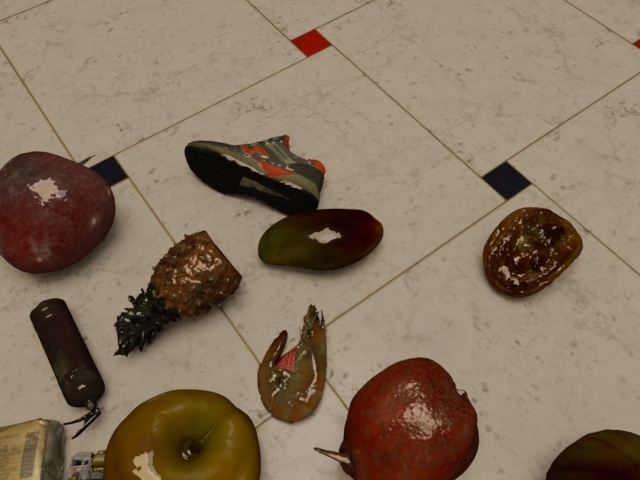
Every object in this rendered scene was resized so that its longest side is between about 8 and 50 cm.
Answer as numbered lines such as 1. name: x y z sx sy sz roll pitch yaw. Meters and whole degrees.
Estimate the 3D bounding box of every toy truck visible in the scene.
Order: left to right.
1. toy truck: -0.367 0.391 0.961 0.123 0.052 0.062 -2 54 -2

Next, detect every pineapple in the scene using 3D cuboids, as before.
1. pineapple: -0.292 0.115 1.089 0.279 0.158 0.158 -42 66 -7

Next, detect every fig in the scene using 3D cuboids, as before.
1. fig: 0.466 0.359 0.814 0.217 0.320 0.216 -1 53 1

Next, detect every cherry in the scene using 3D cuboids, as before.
1. cherry: -0.552 -0.073 1.153 0.236 0.212 0.285 20 68 19

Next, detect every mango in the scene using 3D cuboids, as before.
1. mango: 0.000 0.000 1.161 0.268 0.111 0.133 -8 70 2

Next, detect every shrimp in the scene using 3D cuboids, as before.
1. shrimp: -0.049 0.226 1.068 0.133 0.053 0.235 -3 60 22

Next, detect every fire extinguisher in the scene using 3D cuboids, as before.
1. fire extinguisher: -0.473 0.234 1.044 0.089 0.072 0.267 -26 61 -24

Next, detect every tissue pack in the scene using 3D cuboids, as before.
1. tissue pack: -0.552 0.406 0.932 0.223 0.090 0.186 -9 57 -6

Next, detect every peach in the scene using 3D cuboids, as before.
1. peach: -0.216 0.357 0.909 0.251 0.153 0.251 20 38 -16

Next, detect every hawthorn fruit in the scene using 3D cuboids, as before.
1. hawthorn fruit: 0.122 0.316 0.920 0.263 0.210 0.210 -24 61 -3

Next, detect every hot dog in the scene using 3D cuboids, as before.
1. hot dog: 0.435 0.018 1.153 0.160 0.099 0.227 37 69 21

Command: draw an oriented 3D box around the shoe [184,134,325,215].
1. shoe: -0.135 -0.185 1.269 0.337 0.132 0.171 21 56 11
